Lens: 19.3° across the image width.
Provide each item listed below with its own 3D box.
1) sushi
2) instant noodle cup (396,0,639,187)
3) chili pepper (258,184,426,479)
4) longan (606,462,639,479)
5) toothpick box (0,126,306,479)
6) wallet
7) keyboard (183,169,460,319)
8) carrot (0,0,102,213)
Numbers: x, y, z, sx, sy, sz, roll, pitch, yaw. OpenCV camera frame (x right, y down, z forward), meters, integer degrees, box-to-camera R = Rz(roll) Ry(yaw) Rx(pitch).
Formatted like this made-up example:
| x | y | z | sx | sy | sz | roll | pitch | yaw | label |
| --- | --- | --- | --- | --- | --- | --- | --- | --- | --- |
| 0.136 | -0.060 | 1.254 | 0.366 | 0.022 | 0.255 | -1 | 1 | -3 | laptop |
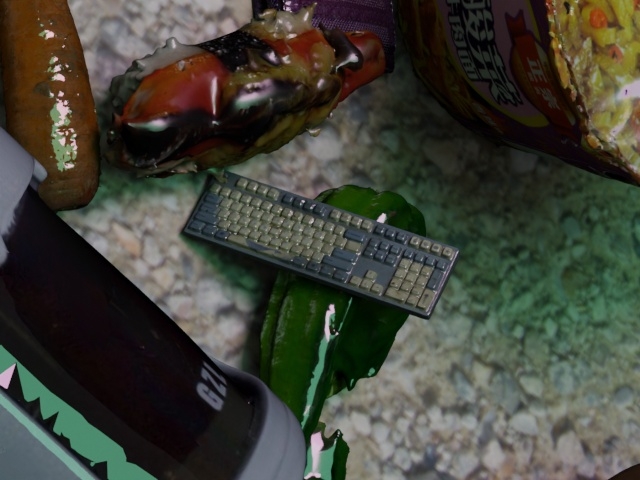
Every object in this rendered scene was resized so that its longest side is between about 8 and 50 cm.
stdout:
| x | y | z | sx | sy | sz | roll | pitch | yaw | label |
| --- | --- | --- | --- | --- | --- | --- | --- | --- | --- |
| -0.056 | -0.096 | 1.227 | 0.226 | 0.097 | 0.103 | -19 | 61 | -32 | sushi |
| 0.217 | -0.179 | 1.299 | 0.340 | 0.266 | 0.339 | -3 | 96 | -29 | instant noodle cup |
| 0.005 | 0.078 | 1.250 | 0.099 | 0.083 | 0.253 | 25 | 71 | -38 | chili pepper |
| 0.274 | 0.287 | 1.260 | 0.319 | 0.319 | 0.319 | 7 | 77 | -33 | longan |
| -0.213 | 0.077 | 1.020 | 0.354 | 0.263 | 0.263 | 47 | 59 | -17 | toothpick box |
| 0.002 | -0.201 | 1.331 | 0.111 | 0.030 | 0.165 | -2 | 82 | -34 | wallet |
| 0.000 | 0.001 | 1.229 | 0.176 | 0.014 | 0.055 | 19 | 63 | 17 | keyboard |
| -0.174 | -0.108 | 1.178 | 0.060 | 0.060 | 0.186 | -5 | 83 | -35 | carrot |
